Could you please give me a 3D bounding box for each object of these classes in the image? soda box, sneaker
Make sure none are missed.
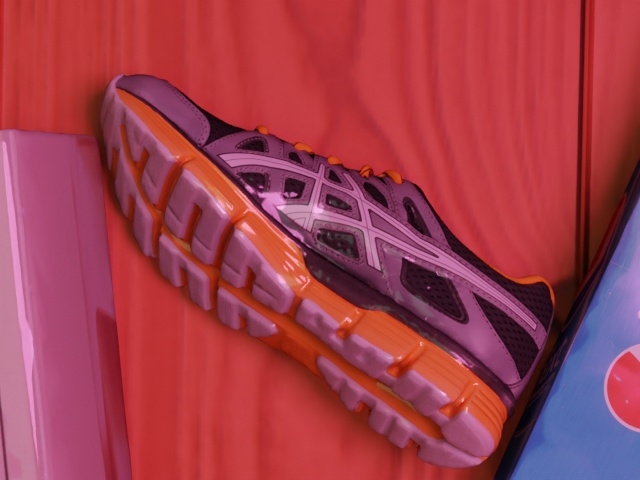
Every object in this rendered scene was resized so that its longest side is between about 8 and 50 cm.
[{"bbox_3d":[0.144,0.021,0.755,0.071,0.067,0.210,24,92,2],"label":"soda box"},{"bbox_3d":[0.000,0.000,0.763,0.215,0.084,0.083,39,64,7],"label":"sneaker"}]

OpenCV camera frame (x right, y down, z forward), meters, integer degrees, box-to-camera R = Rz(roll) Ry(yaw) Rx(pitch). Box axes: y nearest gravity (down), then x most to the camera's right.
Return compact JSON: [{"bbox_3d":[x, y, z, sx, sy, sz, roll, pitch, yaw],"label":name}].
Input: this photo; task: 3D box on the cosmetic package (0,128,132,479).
[{"bbox_3d":[-0.156,0.110,0.734,0.153,0.129,0.296,-4,91,9],"label":"cosmetic package"}]
